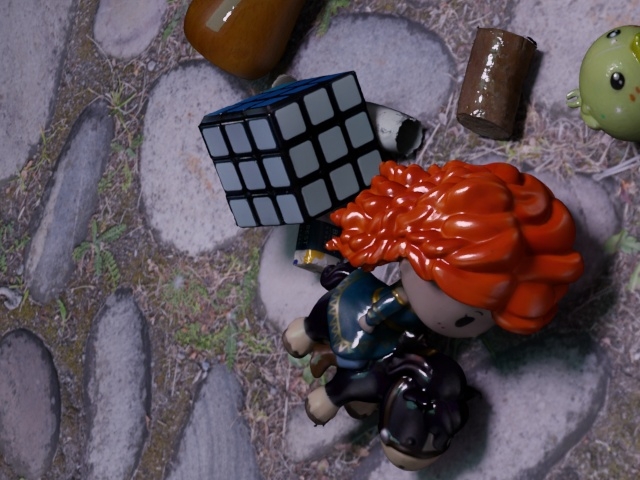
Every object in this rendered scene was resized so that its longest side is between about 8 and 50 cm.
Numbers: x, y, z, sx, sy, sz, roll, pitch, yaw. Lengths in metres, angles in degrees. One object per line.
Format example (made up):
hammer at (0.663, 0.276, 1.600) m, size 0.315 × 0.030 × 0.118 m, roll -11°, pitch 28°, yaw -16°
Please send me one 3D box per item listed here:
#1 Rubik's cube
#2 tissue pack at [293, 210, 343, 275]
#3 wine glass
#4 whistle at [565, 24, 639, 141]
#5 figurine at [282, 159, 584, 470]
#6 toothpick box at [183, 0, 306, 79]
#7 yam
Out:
Rubik's cube at (-0.034, -0.119, 1.971) m, size 0.160 × 0.162 × 0.163 m, roll -3°, pitch 112°, yaw 51°
tissue pack at (0.000, 0.000, 2.019) m, size 0.042 × 0.062 × 0.083 m, roll -8°, pitch 68°, yaw 49°
wine glass at (0.035, -0.166, 2.048) m, size 0.262 × 0.074 × 0.074 m, roll 21°, pitch 89°, yaw 44°
whistle at (0.407, -0.198, 1.673) m, size 0.294 × 0.141 × 0.141 m, roll -22°, pitch 61°, yaw 34°
figurine at (0.119, 0.078, 1.790) m, size 0.412 × 0.241 × 0.306 m, roll -61°, pitch 36°, yaw 20°
toothpick box at (-0.062, -0.381, 2.142) m, size 0.294 × 0.192 × 0.192 m, roll -55°, pitch 46°, yaw 21°
yam at (0.217, -0.198, 1.885) m, size 0.084 × 0.084 × 0.127 m, roll 10°, pitch 78°, yaw 44°
